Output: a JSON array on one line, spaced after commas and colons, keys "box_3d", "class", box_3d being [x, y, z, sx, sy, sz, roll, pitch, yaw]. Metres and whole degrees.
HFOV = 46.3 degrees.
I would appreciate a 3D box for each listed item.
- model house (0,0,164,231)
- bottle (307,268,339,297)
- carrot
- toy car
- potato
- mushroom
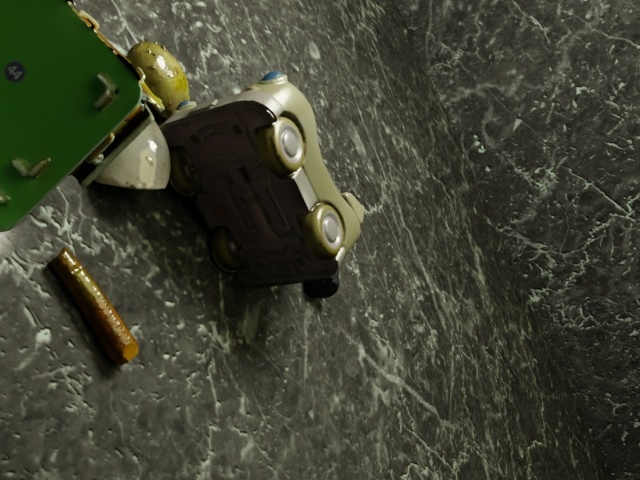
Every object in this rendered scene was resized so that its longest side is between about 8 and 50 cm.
[{"box_3d": [-0.380, -0.217, 0.919, 0.357, 0.242, 0.313, 45, 3, -5], "class": "model house"}, {"box_3d": [0.000, 0.000, 1.539, 0.072, 0.082, 0.245, 4, 55, -10], "class": "bottle"}, {"box_3d": [-0.296, 0.086, 0.977, 0.171, 0.042, 0.042, 58, 28, -11], "class": "carrot"}, {"box_3d": [-0.081, -0.107, 1.250, 0.336, 0.242, 0.226, 64, 35, -24], "class": "toy car"}, {"box_3d": [-0.267, -0.271, 1.259, 0.138, 0.070, 0.092, 54, 31, -25], "class": "potato"}, {"box_3d": [-0.287, -0.169, 1.126, 0.116, 0.093, 0.225, 6, 68, -37], "class": "mushroom"}]
